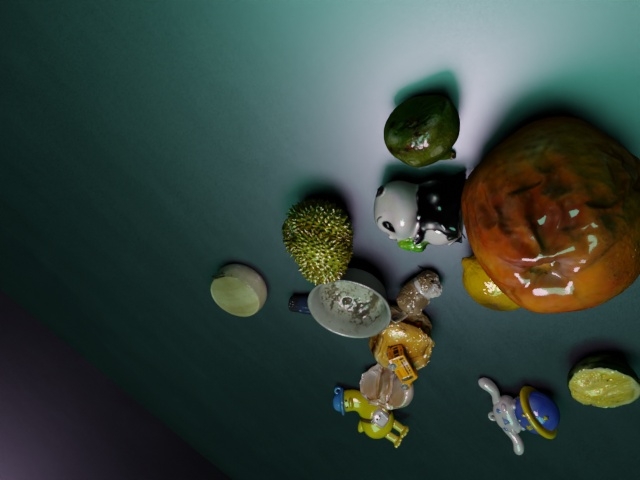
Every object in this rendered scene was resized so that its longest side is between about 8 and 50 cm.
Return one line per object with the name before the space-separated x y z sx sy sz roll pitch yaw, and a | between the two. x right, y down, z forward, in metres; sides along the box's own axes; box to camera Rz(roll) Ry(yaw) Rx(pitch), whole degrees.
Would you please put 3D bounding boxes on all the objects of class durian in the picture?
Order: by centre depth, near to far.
durian | 0.003 -0.001 1.464 0.224 0.291 0.292 -18 126 -15

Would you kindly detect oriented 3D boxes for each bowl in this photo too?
bowl | 0.112 0.193 1.605 0.288 0.146 0.290 9 132 10

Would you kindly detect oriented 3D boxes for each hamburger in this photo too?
hamburger | 0.291 0.349 1.679 0.244 0.163 0.245 6 122 9

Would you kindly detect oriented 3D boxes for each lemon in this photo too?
lemon | 0.541 0.115 1.389 0.256 0.188 0.188 23 130 2

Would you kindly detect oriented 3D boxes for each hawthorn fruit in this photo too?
hawthorn fruit | 0.563 -0.058 1.097 0.470 0.472 0.472 10 128 13

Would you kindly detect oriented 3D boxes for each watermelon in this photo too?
watermelon | 0.940 0.453 1.529 0.204 0.127 0.232 41 130 -12

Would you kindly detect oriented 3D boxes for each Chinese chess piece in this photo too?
Chinese chess piece | -0.324 0.195 1.836 0.237 0.092 0.238 11 129 14

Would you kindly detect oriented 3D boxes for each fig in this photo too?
fig | 0.287 -0.258 1.218 0.203 0.203 0.235 -16 140 30

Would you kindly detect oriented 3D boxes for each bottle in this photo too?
bottle | -0.006 0.252 1.774 0.244 0.082 0.072 3 82 18

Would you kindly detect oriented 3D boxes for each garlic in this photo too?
garlic | 0.287 0.602 1.890 0.229 0.178 0.142 0 159 42

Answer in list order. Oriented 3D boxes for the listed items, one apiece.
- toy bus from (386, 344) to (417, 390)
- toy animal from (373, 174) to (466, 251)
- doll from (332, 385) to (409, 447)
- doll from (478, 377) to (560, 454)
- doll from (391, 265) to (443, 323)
toy bus | 0.287 0.442 1.602 0.074 0.070 0.162 -25 116 13
toy animal | 0.285 -0.072 1.329 0.266 0.213 0.213 -4 124 21
doll | 0.216 0.759 2.044 0.362 0.145 0.200 34 91 5
doll | 0.749 0.618 1.735 0.311 0.159 0.243 51 143 10
doll | 0.322 0.196 1.564 0.105 0.115 0.221 17 113 -47
